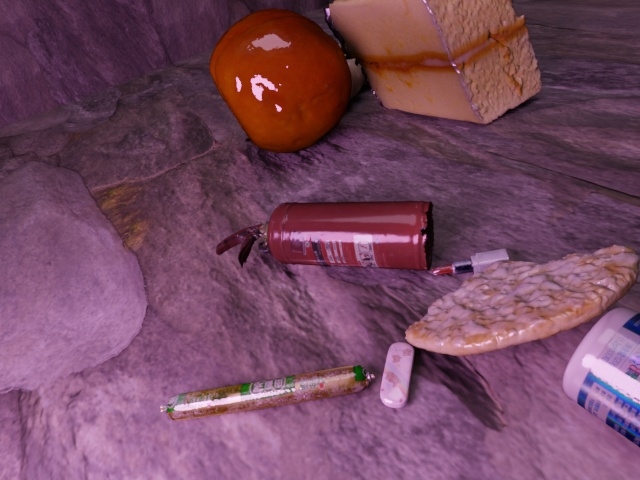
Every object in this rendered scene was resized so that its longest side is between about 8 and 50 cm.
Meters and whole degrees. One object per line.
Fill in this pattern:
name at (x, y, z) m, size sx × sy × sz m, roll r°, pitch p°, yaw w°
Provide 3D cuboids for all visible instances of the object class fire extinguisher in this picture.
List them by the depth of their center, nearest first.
fire extinguisher at (0.000, 0.000, 0.633) m, size 0.336 × 0.107 × 0.147 m, roll 0°, pitch 28°, yaw 21°

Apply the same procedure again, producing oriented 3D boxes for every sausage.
sausage at (-0.066, 0.185, 0.487) m, size 0.268 × 0.033 × 0.033 m, roll -11°, pitch 37°, yaw 5°

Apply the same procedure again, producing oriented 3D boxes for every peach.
peach at (-0.088, -0.390, 0.987) m, size 0.301 × 0.343 × 0.343 m, roll -33°, pitch 39°, yaw -1°

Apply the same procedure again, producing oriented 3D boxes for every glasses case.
glasses case at (0.091, 0.156, 0.476) m, size 0.032 × 0.021 × 0.083 m, roll 0°, pitch 40°, yaw 23°

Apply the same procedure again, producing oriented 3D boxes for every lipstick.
lipstick at (0.215, 0.036, 0.584) m, size 0.107 × 0.025 × 0.025 m, roll -11°, pitch 37°, yaw 14°

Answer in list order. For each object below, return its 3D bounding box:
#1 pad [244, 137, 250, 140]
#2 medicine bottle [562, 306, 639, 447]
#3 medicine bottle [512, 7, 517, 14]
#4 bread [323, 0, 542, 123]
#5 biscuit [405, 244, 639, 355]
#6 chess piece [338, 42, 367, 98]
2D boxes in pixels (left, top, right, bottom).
pad at (-0.094, -0.350, 1.199) m, size 0.163 × 0.004 × 0.243 m, roll 10°, pitch 44°, yaw 29°
medicine bottle at (0.323, 0.147, 0.336) m, size 0.107 × 0.107 × 0.191 m, roll -31°, pitch 40°, yaw -20°
medicine bottle at (0.439, -0.613, 1.247) m, size 0.282 × 0.123 × 0.375 m, roll 13°, pitch 45°, yaw 34°
bread at (0.266, -0.475, 0.988) m, size 0.242 × 0.346 × 0.404 m, roll -40°, pitch 35°, yaw -18°
biscuit at (0.225, 0.068, 0.472) m, size 0.265 × 0.040 × 0.188 m, roll -24°, pitch 8°, yaw 18°
chess piece at (0.071, -0.502, 1.221) m, size 0.166 × 0.167 × 0.300 m, roll 10°, pitch 48°, yaw 30°
